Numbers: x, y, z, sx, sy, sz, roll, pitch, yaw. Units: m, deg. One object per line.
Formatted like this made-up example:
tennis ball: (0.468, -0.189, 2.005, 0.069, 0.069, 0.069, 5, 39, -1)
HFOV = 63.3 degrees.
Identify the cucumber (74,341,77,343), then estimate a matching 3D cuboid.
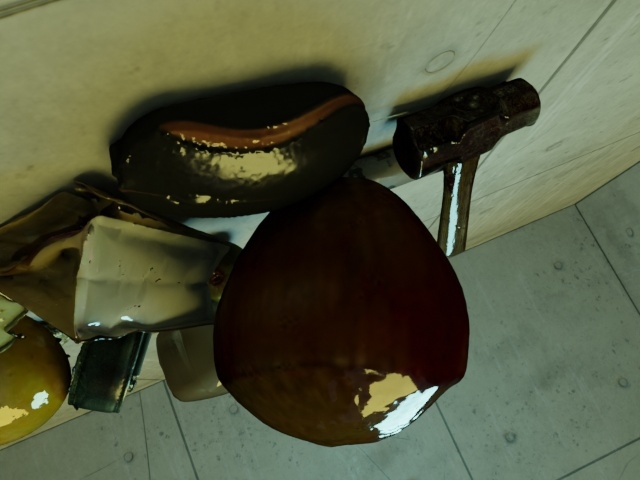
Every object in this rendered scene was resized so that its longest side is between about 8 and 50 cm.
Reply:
cucumber: (-0.490, 0.162, 1.092, 0.107, 0.035, 0.067, -48, -165, 27)

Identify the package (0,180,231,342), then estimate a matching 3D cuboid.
package: (-0.276, 0.018, 0.756, 0.164, 0.221, 0.311, -66, 158, 2)

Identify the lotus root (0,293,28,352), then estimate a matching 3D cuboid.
lotus root: (-0.496, 0.089, 0.679, 0.183, 0.077, 0.203, -33, 145, 6)

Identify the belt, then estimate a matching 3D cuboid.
belt: (-0.361, 0.172, 0.923, 0.116, 0.267, 0.206, 16, 133, -18)

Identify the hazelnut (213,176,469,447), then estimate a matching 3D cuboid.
hazelnut: (0.016, 0.100, 0.792, 0.353, 0.420, 0.421, -5, 160, -21)

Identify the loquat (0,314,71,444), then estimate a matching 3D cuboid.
loquat: (-0.531, 0.218, 0.848, 0.244, 0.243, 0.244, -23, 166, -6)

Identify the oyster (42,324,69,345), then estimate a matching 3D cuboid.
oyster: (-0.586, 0.212, 1.084, 0.125, 0.064, 0.177, -28, 167, -2)

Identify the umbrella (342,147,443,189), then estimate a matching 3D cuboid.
umbrella: (0.104, -0.124, 0.958, 0.338, 0.067, 0.073, -21, 135, -14)

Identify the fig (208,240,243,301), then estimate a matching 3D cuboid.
fig: (-0.185, 0.046, 1.097, 0.124, 0.124, 0.236, -28, -172, 16)

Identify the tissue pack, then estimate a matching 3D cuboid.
tissue pack: (-0.263, 0.304, 1.538, 0.277, 0.267, 0.387, -32, 164, 22)

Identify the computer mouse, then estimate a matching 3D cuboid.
computer mouse: (-0.081, -0.098, 0.631, 0.324, 0.116, 0.183, -16, 159, -20)

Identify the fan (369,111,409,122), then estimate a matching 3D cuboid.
fan: (-0.005, -0.157, 0.763, 0.310, 0.010, 0.182, -17, 165, -18)

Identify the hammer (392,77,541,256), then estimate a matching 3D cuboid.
hammer: (0.253, -0.101, 0.977, 0.243, 0.095, 0.408, -26, 145, -11)
